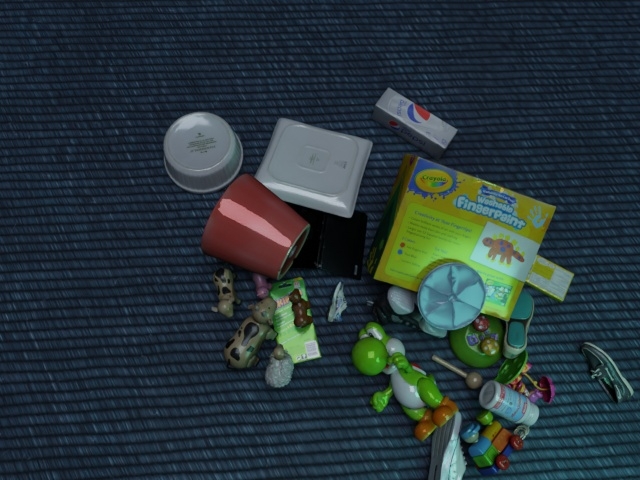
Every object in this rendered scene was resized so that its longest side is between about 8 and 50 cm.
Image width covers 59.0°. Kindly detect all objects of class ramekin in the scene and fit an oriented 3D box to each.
[{"bbox_3d":[-0.395,-0.302,1.877,0.272,0.127,0.273,1,72,-3],"label":"ramekin"}]

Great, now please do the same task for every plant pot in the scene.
[{"bbox_3d":[-0.180,-0.023,1.684,0.243,0.275,0.275,30,74,5],"label":"plant pot"}]

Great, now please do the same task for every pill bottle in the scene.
[{"bbox_3d":[0.550,0.477,1.646,0.160,0.087,0.087,27,73,-11],"label":"pill bottle"}]

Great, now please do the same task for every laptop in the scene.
[{"bbox_3d":[0.000,0.000,1.862,0.264,0.136,0.235,-1,70,24],"label":"laptop"}]

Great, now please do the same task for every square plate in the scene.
[{"bbox_3d":[-0.022,-0.261,1.879,0.343,0.049,0.347,15,58,4],"label":"square plate"}]

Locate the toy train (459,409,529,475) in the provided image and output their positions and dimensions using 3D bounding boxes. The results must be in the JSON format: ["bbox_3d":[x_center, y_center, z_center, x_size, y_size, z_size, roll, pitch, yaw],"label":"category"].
[{"bbox_3d":[0.517,0.555,1.660,0.248,0.105,0.143,-32,83,-38],"label":"toy train"}]

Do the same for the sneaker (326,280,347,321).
[{"bbox_3d":[0.059,0.196,1.790,0.058,0.052,0.135,16,80,-8],"label":"sneaker"}]

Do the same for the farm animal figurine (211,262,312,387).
[{"bbox_3d":[-0.203,0.235,1.675,0.330,0.172,0.327,16,79,15],"label":"farm animal figurine"}]

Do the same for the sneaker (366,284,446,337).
[{"bbox_3d":[0.266,0.231,1.760,0.268,0.153,0.101,35,51,-28],"label":"sneaker"}]

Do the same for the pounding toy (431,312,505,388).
[{"bbox_3d":[0.482,0.317,1.735,0.183,0.110,0.237,37,74,9],"label":"pounding toy"}]

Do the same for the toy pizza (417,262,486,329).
[{"bbox_3d":[0.374,0.159,1.618,0.201,0.032,0.202,-1,102,-5],"label":"toy pizza"}]

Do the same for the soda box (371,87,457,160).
[{"bbox_3d":[0.323,-0.404,1.960,0.286,0.098,0.091,34,74,8],"label":"soda box"}]

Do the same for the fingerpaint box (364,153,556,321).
[{"bbox_3d":[0.405,-0.011,1.685,0.444,0.163,0.371,17,100,-10],"label":"fingerpaint box"}]

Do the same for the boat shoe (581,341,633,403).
[{"bbox_3d":[0.874,0.410,1.745,0.065,0.075,0.206,-35,82,-16],"label":"boat shoe"}]

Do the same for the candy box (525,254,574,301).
[{"bbox_3d":[0.717,0.107,1.856,0.205,0.027,0.105,29,76,7],"label":"candy box"}]

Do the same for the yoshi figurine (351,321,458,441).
[{"bbox_3d":[0.215,0.408,1.654,0.203,0.203,0.362,-39,71,-4],"label":"yoshi figurine"}]

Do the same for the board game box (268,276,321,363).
[{"bbox_3d":[-0.087,0.252,1.766,0.124,0.039,0.260,-12,76,-5],"label":"board game box"}]

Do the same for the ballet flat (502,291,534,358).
[{"bbox_3d":[0.613,0.268,1.766,0.086,0.086,0.248,28,47,6],"label":"ballet flat"}]

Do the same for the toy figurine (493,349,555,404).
[{"bbox_3d":[0.627,0.445,1.713,0.159,0.130,0.173,37,96,-1],"label":"toy figurine"}]

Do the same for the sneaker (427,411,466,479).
[{"bbox_3d":[0.380,0.629,1.655,0.091,0.094,0.258,24,72,-20],"label":"sneaker"}]
